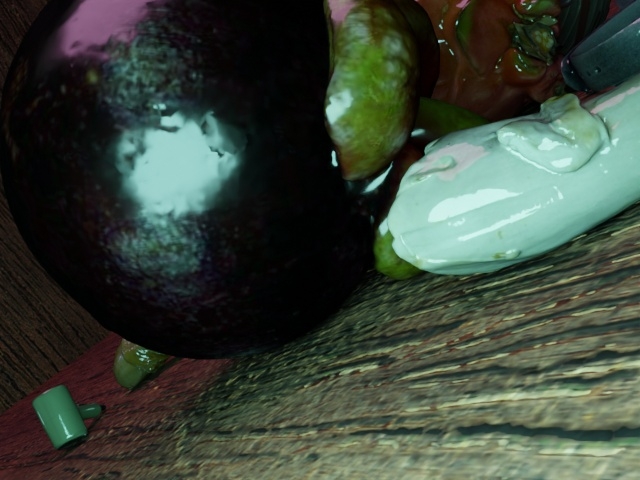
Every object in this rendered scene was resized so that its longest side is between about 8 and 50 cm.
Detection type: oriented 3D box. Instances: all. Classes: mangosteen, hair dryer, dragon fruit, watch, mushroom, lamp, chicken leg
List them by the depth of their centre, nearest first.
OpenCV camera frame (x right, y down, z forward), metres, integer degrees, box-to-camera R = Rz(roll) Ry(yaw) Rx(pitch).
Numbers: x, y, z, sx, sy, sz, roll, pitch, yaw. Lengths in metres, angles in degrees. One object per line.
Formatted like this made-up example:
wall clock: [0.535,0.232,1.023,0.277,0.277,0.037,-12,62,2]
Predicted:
mushroom: [0.167,-0.059,0.476,0.278,0.099,0.096,-29,21,15]
mangosteen: [-0.055,-0.071,0.691,0.435,0.382,0.382,8,30,29]
watch: [0.381,-0.250,0.892,0.206,0.068,0.193,-41,9,-33]
hair dryer: [-0.318,0.229,1.042,0.047,0.071,0.150,-30,-11,4]
chicken leg: [-0.218,0.126,1.110,0.198,0.069,0.085,-41,11,15]
dragon fruit: [0.231,-0.282,1.116,0.226,0.305,0.305,-2,18,19]
lamp: [0.373,-0.407,1.329,0.233,0.265,0.233,0,22,0]

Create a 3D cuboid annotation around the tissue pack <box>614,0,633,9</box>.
tissue pack: [0.594,-0.506,1.333,0.246,0.148,0.092,-35,4,-5]
